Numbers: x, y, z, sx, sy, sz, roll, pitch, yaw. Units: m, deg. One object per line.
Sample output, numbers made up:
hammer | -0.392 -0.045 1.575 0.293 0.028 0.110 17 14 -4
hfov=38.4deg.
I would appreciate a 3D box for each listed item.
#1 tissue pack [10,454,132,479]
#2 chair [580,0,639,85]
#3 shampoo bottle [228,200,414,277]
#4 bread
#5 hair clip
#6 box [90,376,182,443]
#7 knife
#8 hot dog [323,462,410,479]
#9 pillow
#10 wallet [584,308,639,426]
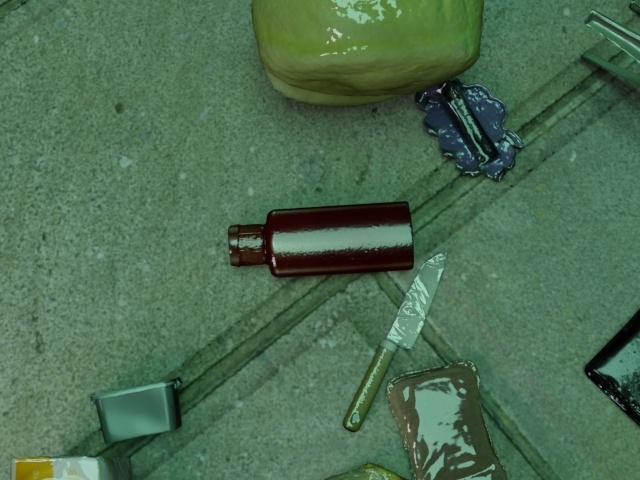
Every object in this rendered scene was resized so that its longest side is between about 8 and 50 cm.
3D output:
tissue pack | -0.307 0.385 1.149 0.124 0.185 0.225 -3 76 -2
chair | 0.541 -0.267 1.345 0.274 0.190 0.203 42 80 18
shampoo bottle | 0.000 0.000 1.316 0.260 0.064 0.102 -3 79 -1
bread | 0.063 -0.320 1.282 0.320 0.320 0.237 -11 91 -3
hair clip | 0.225 -0.176 1.374 0.124 0.052 0.195 -34 83 -3
box | -0.245 0.230 1.246 0.122 0.084 0.069 -11 83 -2
knife | 0.113 0.139 1.305 0.047 0.017 0.298 26 73 4
hot dog | 0.035 0.344 1.225 0.169 0.061 0.078 -12 108 -24
pillow | 0.175 0.275 1.261 0.135 0.034 0.211 -12 77 -7
wallet | 0.537 0.128 1.296 0.318 0.045 0.172 -43 78 -9
